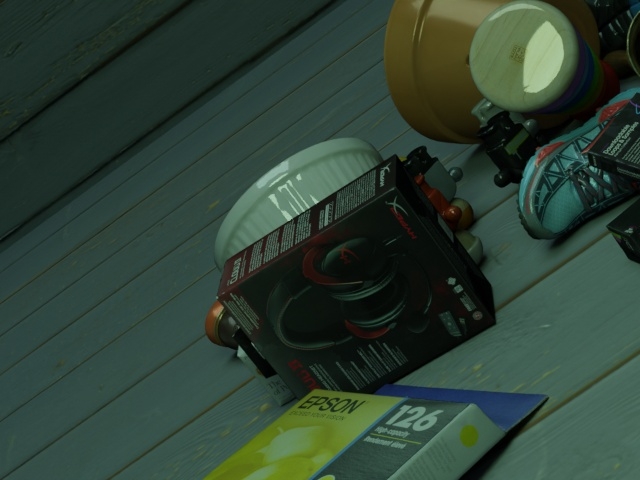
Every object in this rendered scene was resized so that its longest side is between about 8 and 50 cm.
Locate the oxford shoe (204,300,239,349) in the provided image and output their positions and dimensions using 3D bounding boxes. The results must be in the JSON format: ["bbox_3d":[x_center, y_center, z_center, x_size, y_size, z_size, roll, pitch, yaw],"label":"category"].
[{"bbox_3d":[-0.049,0.066,2.182,0.098,0.097,0.271,18,60,45],"label":"oxford shoe"}]

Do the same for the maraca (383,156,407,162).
[{"bbox_3d":[0.100,-0.059,2.172,0.127,0.099,0.185,-38,-9,-27],"label":"maraca"}]

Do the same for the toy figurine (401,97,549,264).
[{"bbox_3d":[0.212,-0.076,1.931,0.213,0.148,0.209,-37,12,13],"label":"toy figurine"}]

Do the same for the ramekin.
[{"bbox_3d":[0.000,0.000,1.984,0.273,0.127,0.273,-29,-26,-16],"label":"ramekin"}]

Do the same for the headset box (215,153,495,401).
[{"bbox_3d":[0.031,0.069,1.784,0.293,0.218,0.110,-31,19,16],"label":"headset box"}]

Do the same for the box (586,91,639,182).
[{"bbox_3d":[0.408,-0.108,1.696,0.162,0.029,0.116,24,58,34],"label":"box"}]

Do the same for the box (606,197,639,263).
[{"bbox_3d":[0.373,-0.018,1.624,0.083,0.052,0.062,-40,17,-4],"label":"box"}]

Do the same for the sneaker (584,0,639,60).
[{"bbox_3d":[0.464,-0.337,2.183,0.140,0.125,0.341,-14,7,-20],"label":"sneaker"}]

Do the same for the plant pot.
[{"bbox_3d":[0.265,-0.272,2.124,0.291,0.291,0.203,-45,35,-20],"label":"plant pot"}]

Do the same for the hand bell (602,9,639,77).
[{"bbox_3d":[0.439,-0.254,2.037,0.126,0.126,0.242,-41,6,-9],"label":"hand bell"}]

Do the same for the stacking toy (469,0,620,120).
[{"bbox_3d":[0.314,-0.213,1.924,0.141,0.141,0.330,-31,-18,21],"label":"stacking toy"}]

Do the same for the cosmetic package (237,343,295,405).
[{"bbox_3d":[0.016,0.113,1.900,0.239,0.099,0.060,-33,18,16],"label":"cosmetic package"}]

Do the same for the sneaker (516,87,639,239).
[{"bbox_3d":[0.350,-0.098,1.782,0.262,0.104,0.125,-43,21,-13],"label":"sneaker"}]

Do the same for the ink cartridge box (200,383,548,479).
[{"bbox_3d":[0.038,0.226,1.567,0.307,0.072,0.304,-39,18,-28],"label":"ink cartridge box"}]
